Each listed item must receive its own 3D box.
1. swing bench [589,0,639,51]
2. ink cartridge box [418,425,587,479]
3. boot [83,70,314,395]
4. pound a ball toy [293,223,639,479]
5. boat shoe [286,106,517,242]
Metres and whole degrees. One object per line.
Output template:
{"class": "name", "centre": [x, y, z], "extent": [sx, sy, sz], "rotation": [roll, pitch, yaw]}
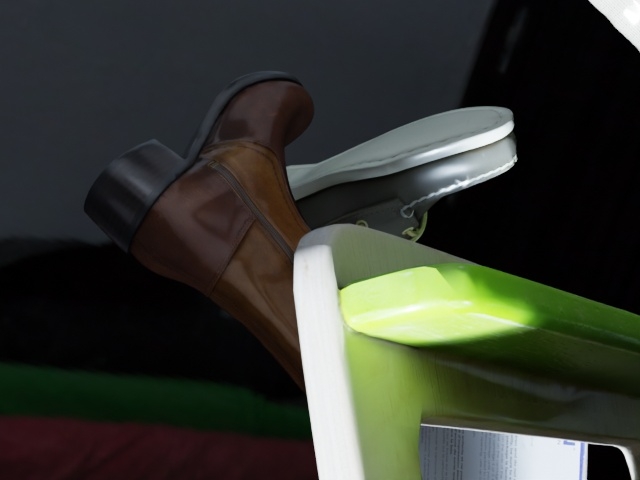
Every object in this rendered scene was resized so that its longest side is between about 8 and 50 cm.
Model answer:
{"class": "swing bench", "centre": [0.249, -0.267, 0.998], "extent": [0.253, 0.165, 0.255], "rotation": [44, -143, -4]}
{"class": "ink cartridge box", "centre": [0.134, 0.253, 1.227], "extent": [0.071, 0.324, 0.330], "rotation": [6, 174, -34]}
{"class": "boot", "centre": [0.000, 0.000, 1.107], "extent": [0.280, 0.096, 0.264], "rotation": [38, -147, 11]}
{"class": "pound a ball toy", "centre": [0.142, 0.048, 0.359], "extent": [0.208, 0.136, 0.319], "rotation": [-17, 164, 25]}
{"class": "boat shoe", "centre": [0.039, -0.034, 1.234], "extent": [0.305, 0.091, 0.109], "rotation": [-18, -166, 27]}
